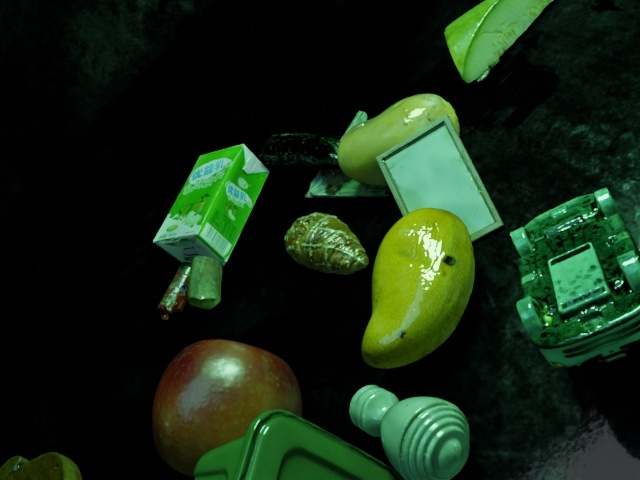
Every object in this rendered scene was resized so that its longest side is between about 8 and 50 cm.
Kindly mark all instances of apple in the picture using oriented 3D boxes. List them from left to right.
[{"bbox_3d":[-0.135,0.250,1.017,0.218,0.218,0.201,-3,60,45],"label":"apple"}]

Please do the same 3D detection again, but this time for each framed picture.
[{"bbox_3d":[0.183,-0.080,1.099,0.136,0.010,0.201,-30,70,23],"label":"framed picture"}]

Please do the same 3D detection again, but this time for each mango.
[{"bbox_3d":[0.141,0.070,1.004,0.157,0.109,0.262,3,61,37],"label":"mango"}]

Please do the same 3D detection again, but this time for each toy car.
[{"bbox_3d":[0.313,0.049,0.823,0.136,0.125,0.306,-28,16,22],"label":"toy car"}]

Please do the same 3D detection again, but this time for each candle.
[{"bbox_3d":[-0.300,0.110,1.481,0.052,0.052,0.131,-3,52,46],"label":"candle"}]

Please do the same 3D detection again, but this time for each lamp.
[{"bbox_3d":[0.107,0.237,0.877,0.106,0.106,0.193,-55,27,-14],"label":"lamp"}]

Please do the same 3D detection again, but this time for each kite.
[{"bbox_3d":[0.071,-0.163,1.401,0.267,0.013,0.323,-33,37,20],"label":"kite"}]

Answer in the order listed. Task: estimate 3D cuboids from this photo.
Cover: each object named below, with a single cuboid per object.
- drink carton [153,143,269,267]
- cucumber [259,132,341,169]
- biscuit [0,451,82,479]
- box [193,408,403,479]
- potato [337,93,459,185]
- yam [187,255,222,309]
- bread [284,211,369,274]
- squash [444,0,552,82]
[{"bbox_3d":[-0.242,-0.072,1.557,0.161,0.108,0.271,-7,49,40],"label":"drink carton"},{"bbox_3d":[-0.026,-0.186,1.462,0.303,0.072,0.081,12,62,55],"label":"cucumber"},{"bbox_3d":[-0.592,0.564,1.311,0.394,0.070,0.350,-34,34,16],"label":"biscuit"},{"bbox_3d":[-0.054,0.385,0.770,0.177,0.252,0.329,-27,36,41],"label":"box"},{"bbox_3d":[0.133,-0.168,1.226,0.234,0.150,0.146,-22,80,39],"label":"potato"},{"bbox_3d":[-0.234,0.090,1.420,0.069,0.070,0.146,-31,38,21],"label":"yam"},{"bbox_3d":[0.000,0.000,1.254,0.233,0.076,0.105,21,73,52],"label":"bread"},{"bbox_3d":[0.355,-0.416,1.283,0.252,0.093,0.169,-27,37,27],"label":"squash"}]
